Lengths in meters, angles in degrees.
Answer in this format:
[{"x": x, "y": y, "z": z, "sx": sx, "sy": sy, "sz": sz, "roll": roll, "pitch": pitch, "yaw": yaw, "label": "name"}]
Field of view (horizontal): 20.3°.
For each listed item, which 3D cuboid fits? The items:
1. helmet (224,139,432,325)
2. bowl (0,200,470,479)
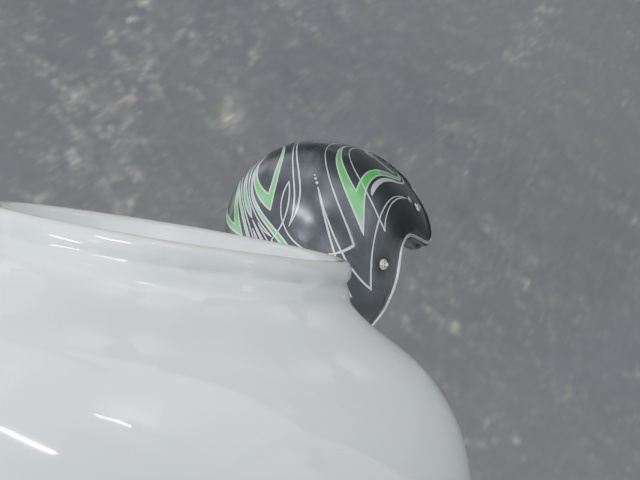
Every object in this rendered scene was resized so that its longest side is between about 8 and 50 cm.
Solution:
[{"x": 0.000, "y": 0.000, "z": 1.493, "sx": 0.169, "sy": 0.161, "sz": 0.169, "roll": 8, "pitch": 109, "yaw": 25, "label": "helmet"}, {"x": -0.069, "y": 0.061, "z": 0.678, "sx": 0.298, "sy": 0.298, "sz": 0.134, "roll": 10, "pitch": 92, "yaw": 18, "label": "bowl"}]
